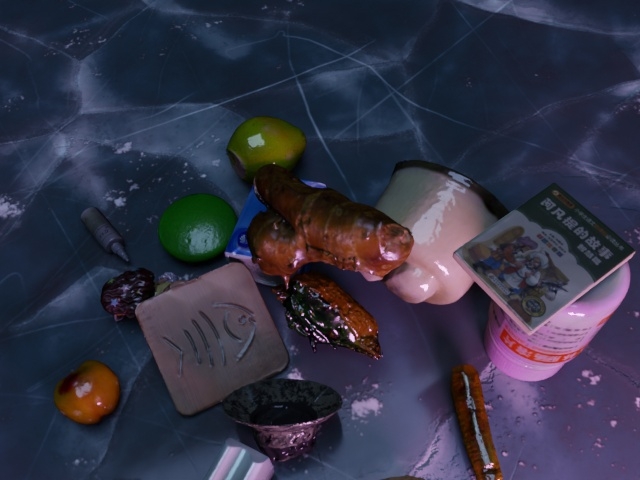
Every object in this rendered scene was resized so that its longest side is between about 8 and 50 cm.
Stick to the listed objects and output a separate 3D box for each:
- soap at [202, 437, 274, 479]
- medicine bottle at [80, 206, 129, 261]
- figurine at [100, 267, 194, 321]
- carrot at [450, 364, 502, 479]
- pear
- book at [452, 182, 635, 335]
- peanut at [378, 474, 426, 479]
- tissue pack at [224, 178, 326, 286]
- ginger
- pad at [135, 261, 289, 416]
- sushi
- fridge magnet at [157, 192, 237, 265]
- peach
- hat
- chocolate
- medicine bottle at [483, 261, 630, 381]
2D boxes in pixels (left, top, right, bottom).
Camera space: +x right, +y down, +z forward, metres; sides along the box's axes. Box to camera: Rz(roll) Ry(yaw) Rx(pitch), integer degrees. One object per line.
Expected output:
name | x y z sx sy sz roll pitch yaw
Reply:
soap | -0.202 0.545 1.242 0.095 0.173 0.289 23 61 16
medicine bottle | -0.558 -0.009 1.682 0.058 0.057 0.199 -36 63 -19
figurine | -0.410 0.136 1.548 0.240 0.116 0.174 -1 58 2
carrot | 0.335 0.396 1.378 0.070 0.070 0.260 -8 59 -2
pear | -0.144 -0.254 1.750 0.220 0.187 0.187 -36 63 -21
book | 0.408 0.026 1.173 0.264 0.027 0.202 -32 61 -16
peanut | 0.101 0.562 1.246 0.290 0.130 0.130 -34 62 -18
tissue pack | -0.104 -0.024 1.618 0.198 0.146 0.263 12 59 11
ginger | 0.000 0.000 1.377 0.418 0.176 0.254 20 100 29
pad | -0.247 0.222 1.478 0.284 0.018 0.286 -24 83 -12
sushi | 0.011 0.185 1.487 0.287 0.149 0.140 44 38 -2
fridge magnet | -0.318 -0.032 1.668 0.208 0.088 0.208 -1 58 2
peach | -0.514 0.340 1.418 0.138 0.138 0.138 -1 57 2
hat | -0.075 0.393 1.353 0.266 0.265 0.128 -7 98 -2
chocolate | 0.244 0.005 1.515 0.314 0.326 0.297 33 81 14
medicine bottle | 0.472 0.140 1.344 0.219 0.388 0.219 0 58 1
